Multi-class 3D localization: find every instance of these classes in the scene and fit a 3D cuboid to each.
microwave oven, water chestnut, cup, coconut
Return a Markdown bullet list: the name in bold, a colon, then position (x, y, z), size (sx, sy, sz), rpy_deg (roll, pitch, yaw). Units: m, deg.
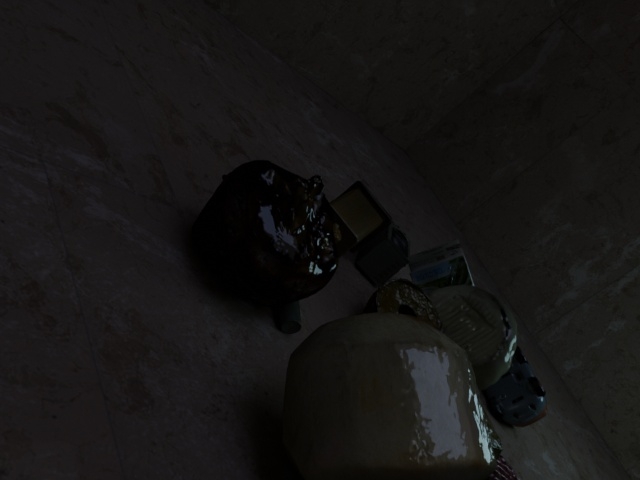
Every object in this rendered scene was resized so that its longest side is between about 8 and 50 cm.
- **microwave oven**: position (0.223, 0.043, 2.158), size (0.129, 0.163, 0.205), rpy_deg (45, 21, -9)
- **water chestnut**: position (-0.092, -0.032, 1.381), size (0.335, 0.347, 0.335), rpy_deg (31, 40, -30)
- **cup**: position (-0.075, 0.179, 1.468), size (0.054, 0.075, 0.083), rpy_deg (3, 41, -13)
- **coconut**: position (0.113, 0.344, 1.131), size (0.415, 0.345, 0.416), rpy_deg (8, 64, -16)

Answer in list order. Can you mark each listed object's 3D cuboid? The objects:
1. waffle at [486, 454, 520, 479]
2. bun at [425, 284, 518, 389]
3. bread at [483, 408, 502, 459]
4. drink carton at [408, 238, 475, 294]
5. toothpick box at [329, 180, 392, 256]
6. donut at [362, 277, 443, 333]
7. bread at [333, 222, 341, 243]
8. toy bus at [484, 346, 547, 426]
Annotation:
- **waffle**: position (0.536, 0.711, 1.778), size (0.221, 0.055, 0.234), rpy_deg (19, 37, -54)
- **bun**: position (0.450, 0.312, 1.977), size (0.211, 0.359, 0.360), rpy_deg (62, 4, -49)
- **bread**: position (0.406, 0.508, 1.761), size (0.268, 0.129, 0.152), rpy_deg (-110, -175, -49)
- **drink carton**: position (0.442, 0.182, 2.181), size (0.132, 0.194, 0.325), rpy_deg (-92, 160, -62)
- **toothpick box**: position (0.073, -0.049, 1.995), size (0.187, 0.190, 0.308), rpy_deg (52, 24, 2)
- **donut**: position (0.235, 0.238, 1.843), size (0.272, 0.107, 0.272), rpy_deg (24, 44, -26)
- **bread**: position (0.000, 0.000, 1.816), size (0.053, 0.132, 0.074), rpy_deg (57, 18, -14)
- **toy bus**: position (0.708, 0.537, 2.275), size (0.232, 0.194, 0.288), rpy_deg (43, 19, -41)
